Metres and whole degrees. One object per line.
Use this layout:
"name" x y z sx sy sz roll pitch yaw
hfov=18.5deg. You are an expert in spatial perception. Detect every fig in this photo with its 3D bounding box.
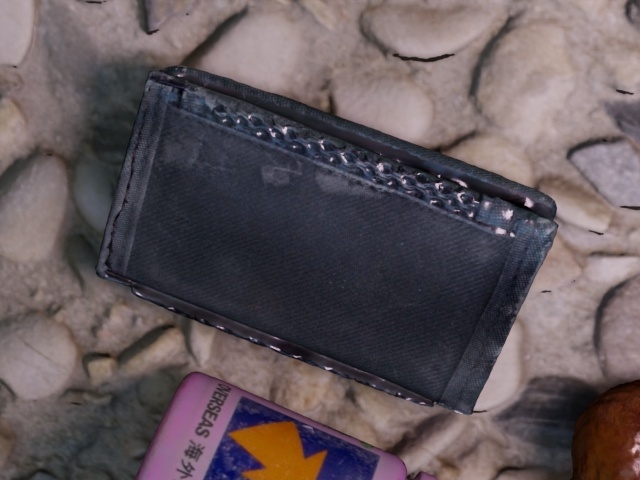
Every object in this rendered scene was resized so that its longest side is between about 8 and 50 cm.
"fig" 0.250 0.202 1.635 0.201 0.134 0.146 -39 75 51

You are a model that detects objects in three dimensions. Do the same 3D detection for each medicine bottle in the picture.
"medicine bottle" -0.016 0.245 1.683 0.290 0.178 0.178 23 123 2

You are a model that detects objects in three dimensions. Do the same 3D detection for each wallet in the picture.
"wallet" 0.000 0.000 1.600 0.342 0.075 0.237 20 129 1
